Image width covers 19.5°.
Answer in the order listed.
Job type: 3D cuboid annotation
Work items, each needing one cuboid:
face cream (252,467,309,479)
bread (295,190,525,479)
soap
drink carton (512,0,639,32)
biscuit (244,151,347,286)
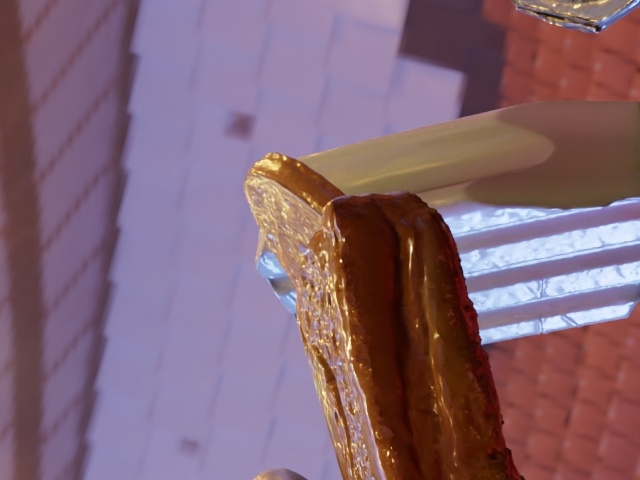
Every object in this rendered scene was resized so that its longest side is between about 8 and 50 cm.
[{"bbox_3d":[-0.016,0.167,0.998,0.198,0.057,0.084,145,120,-82],"label":"face cream"},{"bbox_3d":[0.053,0.115,0.866,0.139,0.077,0.271,106,150,-57],"label":"bread"},{"bbox_3d":[0.131,-0.006,1.626,0.208,0.347,0.115,55,-150,-47],"label":"soap"},{"bbox_3d":[0.234,-0.193,1.103,0.190,0.185,0.191,17,-85,-32],"label":"drink carton"},{"bbox_3d":[0.000,0.000,1.297,0.029,0.142,0.220,-40,-6,-13],"label":"biscuit"}]
